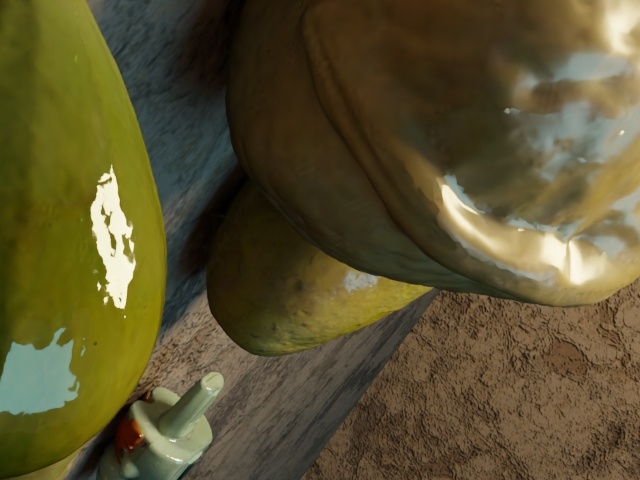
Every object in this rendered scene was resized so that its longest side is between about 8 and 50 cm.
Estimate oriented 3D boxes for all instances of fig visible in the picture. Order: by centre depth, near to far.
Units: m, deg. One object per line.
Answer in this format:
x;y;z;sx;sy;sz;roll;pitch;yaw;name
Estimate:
-0.174;-0.010;0.582;0.207;0.207;0.230;-34;118;-49;fig

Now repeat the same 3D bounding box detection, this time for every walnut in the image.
0.122;-0.117;0.941;0.381;0.381;0.381;-46;167;-13;walnut

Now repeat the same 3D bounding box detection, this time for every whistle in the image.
-0.185;0.231;1.467;0.253;0.106;0.102;-49;-159;34;whistle

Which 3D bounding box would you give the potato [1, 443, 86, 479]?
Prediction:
-0.230;0.123;0.897;0.296;0.141;0.191;-55;-177;21;potato

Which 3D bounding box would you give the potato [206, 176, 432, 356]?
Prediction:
0.000;0.000;1.239;0.266;0.229;0.229;-37;172;21;potato
